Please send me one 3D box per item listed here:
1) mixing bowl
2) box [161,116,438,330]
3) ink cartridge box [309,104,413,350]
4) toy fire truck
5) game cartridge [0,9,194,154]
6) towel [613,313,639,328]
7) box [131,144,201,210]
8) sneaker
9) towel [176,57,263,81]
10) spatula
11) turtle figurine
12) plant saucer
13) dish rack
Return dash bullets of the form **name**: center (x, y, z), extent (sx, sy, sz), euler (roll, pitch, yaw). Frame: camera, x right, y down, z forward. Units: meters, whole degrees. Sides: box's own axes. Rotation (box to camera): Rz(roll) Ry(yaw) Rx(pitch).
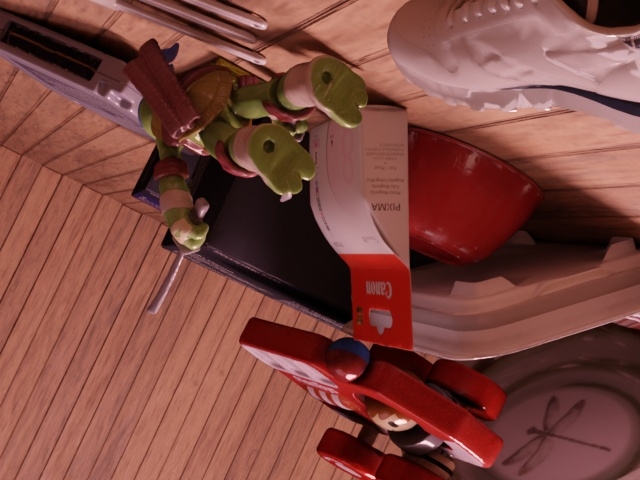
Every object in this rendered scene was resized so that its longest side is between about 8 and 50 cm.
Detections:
- **mixing bowl**: center (0.129, -0.035, 1.201), extent (0.181, 0.098, 0.181), euler (24, 174, 3)
- **box**: center (0.000, 0.000, 1.540), extent (0.343, 0.179, 0.312), euler (26, 173, -17)
- **ink cartridge box**: center (0.037, -0.011, 1.174), extent (0.066, 0.232, 0.189), euler (3, 178, -16)
- **toy fire truck**: center (0.061, 0.188, 1.390), extent (0.254, 0.169, 0.302), euler (38, 165, -31)
- **game cartridge**: center (-0.288, -0.200, 1.477), extent (0.294, 0.060, 0.196), euler (26, 171, 32)
- **towel**: center (0.377, 0.091, 1.338), extent (0.197, 0.029, 0.144), euler (14, 174, -42)
- **box**: center (-0.201, -0.090, 1.831), extent (0.153, 0.108, 0.207), euler (27, 173, -13)
- **sneaker**: center (0.127, -0.129, 0.667), extent (0.235, 0.090, 0.095), euler (13, 154, 42)
- **towel**: center (-0.108, -0.166, 1.336), extent (0.102, 0.021, 0.237), euler (28, 172, -19)
- **spatula**: center (-0.161, -0.229, 1.090), extent (0.242, 0.019, 0.168), euler (20, 172, 0)
- **turtle figurine**: center (-0.062, -0.076, 1.131), extent (0.198, 0.275, 0.266), euler (-16, -170, -32)
- **plant saucer**: center (0.307, 0.246, 1.516), extent (0.400, 0.400, 0.100), euler (16, 134, 50)
- **dish rack**: center (0.196, 0.047, 1.260), extent (0.285, 0.072, 0.333), euler (-14, -172, -22)
